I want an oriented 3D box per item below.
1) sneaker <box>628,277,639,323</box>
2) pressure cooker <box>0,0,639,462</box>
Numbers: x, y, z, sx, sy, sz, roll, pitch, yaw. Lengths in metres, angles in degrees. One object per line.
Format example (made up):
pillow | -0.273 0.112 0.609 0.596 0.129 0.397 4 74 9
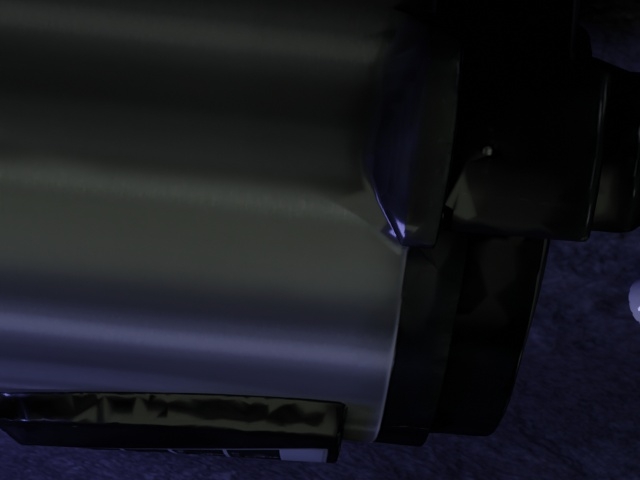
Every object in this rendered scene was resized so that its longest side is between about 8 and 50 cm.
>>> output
sneaker | 0.306 0.065 1.117 0.152 0.058 0.084 37 149 -13
pressure cooker | -0.020 -0.079 0.797 0.421 0.369 0.375 6 143 0
